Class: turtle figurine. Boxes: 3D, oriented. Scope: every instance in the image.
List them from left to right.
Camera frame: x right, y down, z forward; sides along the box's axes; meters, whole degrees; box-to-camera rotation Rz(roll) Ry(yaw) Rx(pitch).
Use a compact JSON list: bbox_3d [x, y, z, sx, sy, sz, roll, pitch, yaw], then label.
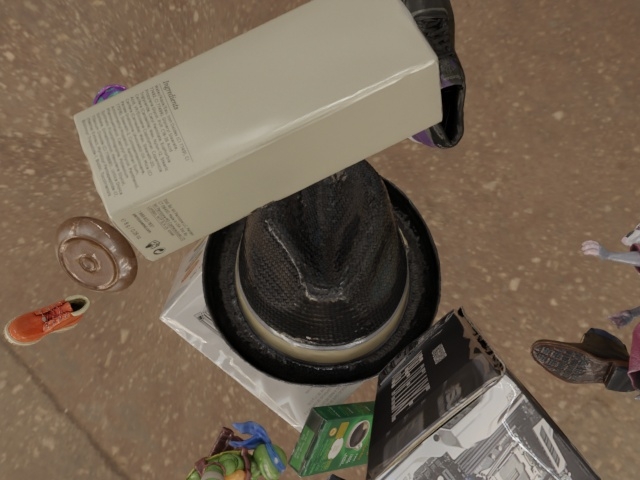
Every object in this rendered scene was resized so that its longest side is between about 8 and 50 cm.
[{"bbox_3d":[-0.155,0.401,1.085,0.266,0.198,0.274,-23,72,2],"label":"turtle figurine"}]

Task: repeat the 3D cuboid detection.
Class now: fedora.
[{"bbox_3d":[0.000,0.000,0.961,0.334,0.152,0.334,-1,55,1],"label":"fedora"}]

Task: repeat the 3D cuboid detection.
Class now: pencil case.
[{"bbox_3d":[-0.288,-0.157,1.134,0.064,0.151,0.070,-31,82,-20],"label":"pencil case"}]

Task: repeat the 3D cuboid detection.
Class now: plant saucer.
[{"bbox_3d":[-0.492,0.041,1.723,0.199,0.036,0.198,9,125,13],"label":"plant saucer"}]

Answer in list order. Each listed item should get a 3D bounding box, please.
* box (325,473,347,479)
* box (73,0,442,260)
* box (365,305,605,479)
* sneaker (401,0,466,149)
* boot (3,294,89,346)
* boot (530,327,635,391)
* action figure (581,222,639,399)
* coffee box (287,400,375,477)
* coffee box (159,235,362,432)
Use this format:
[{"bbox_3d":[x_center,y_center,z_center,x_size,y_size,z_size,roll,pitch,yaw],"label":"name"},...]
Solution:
[{"bbox_3d":[0.093,0.401,0.998,0.108,0.207,0.153,-59,139,-8],"label":"box"},{"bbox_3d":[-0.047,-0.099,0.647,0.275,0.094,0.113,-25,63,-1],"label":"box"},{"bbox_3d":[0.148,0.185,0.413,0.076,0.242,0.307,-39,87,5],"label":"box"},{"bbox_3d":[0.185,-0.283,1.238,0.107,0.124,0.283,-14,110,-15],"label":"sneaker"},{"bbox_3d":[-0.490,0.138,1.437,0.084,0.158,0.059,-37,81,35],"label":"boot"},{"bbox_3d":[0.499,0.215,1.526,0.219,0.106,0.082,19,120,-4],"label":"boot"},{"bbox_3d":[0.631,0.104,1.425,0.276,0.248,0.370,-10,63,29],"label":"action figure"},{"bbox_3d":[0.037,0.324,1.317,0.184,0.040,0.113,5,113,-47],"label":"coffee box"},{"bbox_3d":[-0.040,0.070,1.460,0.338,0.334,0.337,41,101,-13],"label":"coffee box"}]
